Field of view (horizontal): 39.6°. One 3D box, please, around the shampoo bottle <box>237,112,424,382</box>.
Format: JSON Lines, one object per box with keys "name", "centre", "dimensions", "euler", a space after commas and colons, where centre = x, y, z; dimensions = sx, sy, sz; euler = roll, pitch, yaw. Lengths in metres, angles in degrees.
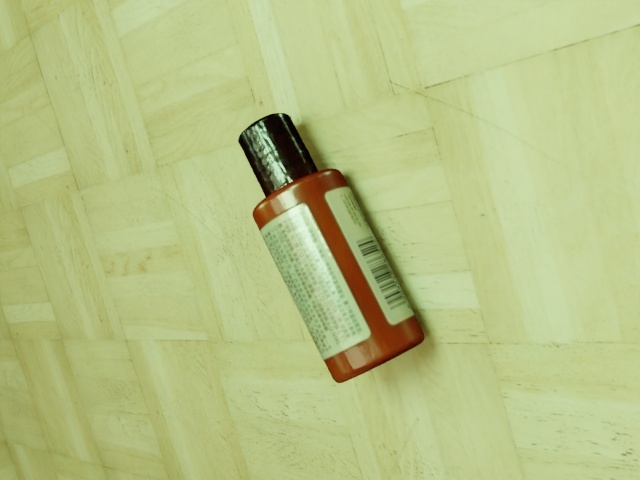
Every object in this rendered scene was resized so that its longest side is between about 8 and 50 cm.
{"name": "shampoo bottle", "centre": [0.000, 0.000, 0.910], "dimensions": [0.104, 0.104, 0.278], "euler": [-35, 79, 50]}
